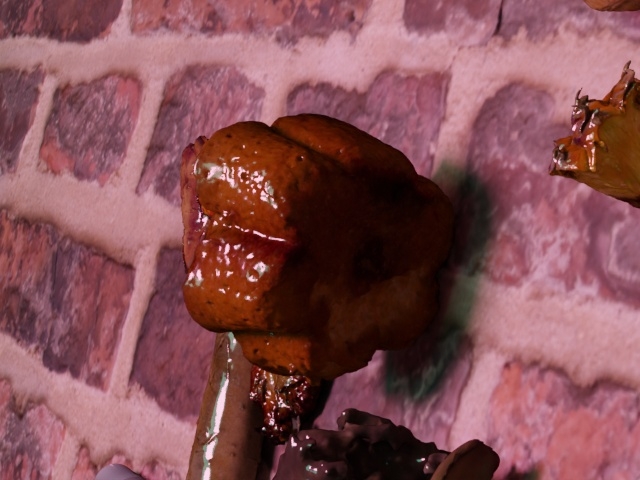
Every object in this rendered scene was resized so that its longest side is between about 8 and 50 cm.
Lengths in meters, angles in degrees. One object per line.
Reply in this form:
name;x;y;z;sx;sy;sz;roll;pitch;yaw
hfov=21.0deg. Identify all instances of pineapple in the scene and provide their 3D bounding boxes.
pineapple;0.228;-0.067;1.281;0.069;0.137;0.116;-3;116;63

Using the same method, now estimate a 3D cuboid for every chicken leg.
chicken leg;-0.006;0.077;1.659;0.106;0.051;0.253;42;112;52

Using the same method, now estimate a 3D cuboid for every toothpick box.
toothpick box;-0.216;0.283;1.923;0.083;0.052;0.052;18;92;62

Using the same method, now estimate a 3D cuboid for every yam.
yam;-0.094;0.227;1.716;0.083;0.083;0.371;-16;62;57

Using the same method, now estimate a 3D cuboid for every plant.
plant;0.042;0.240;1.363;0.234;0.178;0.204;-45;39;51

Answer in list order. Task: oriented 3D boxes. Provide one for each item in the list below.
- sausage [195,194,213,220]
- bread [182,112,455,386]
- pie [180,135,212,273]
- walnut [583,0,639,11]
sausage;-0.083;-0.033;1.853;0.145;0.048;0.050;17;97;59
bread;0.003;0.012;1.498;0.135;0.246;0.232;18;104;49
pie;-0.139;-0.055;1.971;0.092;0.034;0.170;-50;36;43
walnut;0.230;-0.232;1.341;0.105;0.105;0.124;-62;24;22
